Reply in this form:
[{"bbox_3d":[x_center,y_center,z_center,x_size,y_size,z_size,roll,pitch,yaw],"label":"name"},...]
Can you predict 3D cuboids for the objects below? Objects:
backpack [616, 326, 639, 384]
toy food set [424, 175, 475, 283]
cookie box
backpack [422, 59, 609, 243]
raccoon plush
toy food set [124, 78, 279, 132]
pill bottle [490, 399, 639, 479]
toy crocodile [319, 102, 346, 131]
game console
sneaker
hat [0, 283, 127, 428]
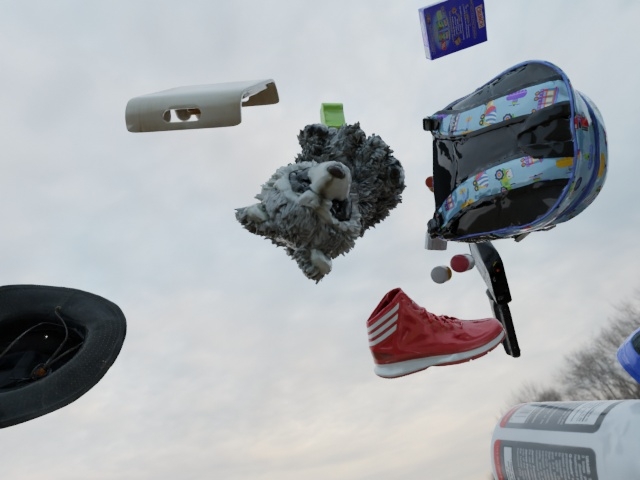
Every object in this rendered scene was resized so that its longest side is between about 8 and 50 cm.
[{"bbox_3d":[0.520,0.176,0.620,0.120,0.098,0.101,-26,-41,-17],"label":"backpack"},{"bbox_3d":[0.267,-0.019,0.857,0.111,0.232,0.105,7,5,34],"label":"toy food set"},{"bbox_3d":[0.242,-0.393,0.752,0.107,0.040,0.091,-17,-59,6],"label":"cookie box"},{"bbox_3d":[0.189,-0.078,0.392,0.117,0.158,0.173,1,-6,-19],"label":"backpack"},{"bbox_3d":[0.000,0.000,0.768,0.216,0.299,0.446,24,-35,17],"label":"raccoon plush"},{"bbox_3d":[-0.226,-0.275,0.866,0.220,0.306,0.092,-1,-64,9],"label":"toy food set"},{"bbox_3d":[0.456,0.357,0.632,0.211,0.210,0.363,-5,-20,-18],"label":"pill bottle"},{"bbox_3d":[0.038,-0.210,1.135,0.115,0.340,0.105,0,4,-16],"label":"toy crocodile"},{"bbox_3d":[0.464,0.145,1.092,0.044,0.213,0.361,-18,-67,12],"label":"game console"},{"bbox_3d":[0.178,0.128,0.651,0.222,0.127,0.087,-15,1,-11],"label":"sneaker"},{"bbox_3d":[-0.517,0.219,0.733,0.332,0.331,0.133,-5,-52,-18],"label":"hat"}]
